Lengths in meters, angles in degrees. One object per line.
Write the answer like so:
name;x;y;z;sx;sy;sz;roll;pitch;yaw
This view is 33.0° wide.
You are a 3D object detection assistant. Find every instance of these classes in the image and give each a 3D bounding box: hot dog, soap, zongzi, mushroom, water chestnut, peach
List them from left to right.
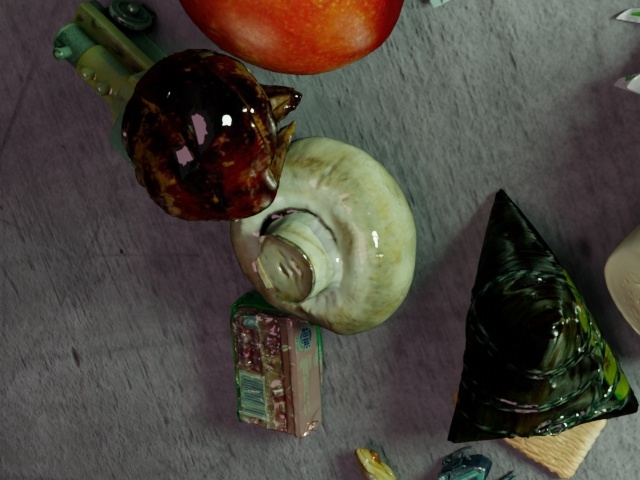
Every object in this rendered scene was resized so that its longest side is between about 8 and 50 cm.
water chestnut;-0.172;-0.171;1.715;0.289;0.244;0.289;-5;83;43
soap;-0.090;0.243;2.098;0.217;0.098;0.273;8;112;29
peach;-0.046;-0.431;1.654;0.388;0.388;0.388;12;114;28
mushroom;0.000;0.000;1.850;0.352;0.260;0.352;17;121;31
hot dog;0.118;0.471;2.078;0.078;0.061;0.169;-163;55;-74
zongzi;0.331;0.119;1.746;0.319;0.362;0.383;-10;137;5

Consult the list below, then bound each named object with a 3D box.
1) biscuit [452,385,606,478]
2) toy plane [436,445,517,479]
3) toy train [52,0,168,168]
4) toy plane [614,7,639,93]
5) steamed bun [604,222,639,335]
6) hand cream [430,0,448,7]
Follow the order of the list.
biscuit;0.360;0.294;1.882;0.249;0.030;0.160;32;122;18
toy plane;0.248;0.455;2.002;0.235;0.060;0.096;-37;100;32
toy train;-0.343;-0.293;1.961;0.369;0.237;0.150;43;128;11
toy plane;0.530;-0.284;1.506;0.255;0.101;0.251;-51;42;20
steamed bun;0.552;0.070;1.583;0.250;0.200;0.155;44;149;13
hand cream;0.288;-0.447;1.623;0.331;0.058;0.085;-17;100;35
